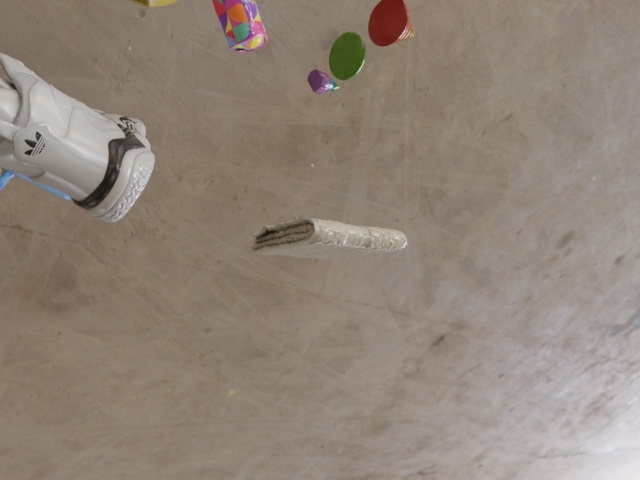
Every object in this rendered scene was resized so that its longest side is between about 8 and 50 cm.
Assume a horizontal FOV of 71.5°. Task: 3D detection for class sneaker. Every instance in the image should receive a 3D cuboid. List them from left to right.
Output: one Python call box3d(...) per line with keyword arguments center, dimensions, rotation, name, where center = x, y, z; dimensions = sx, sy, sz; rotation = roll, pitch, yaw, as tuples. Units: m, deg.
box3d(center=(-0.374, -0.162, 0.644), dimensions=(0.210, 0.366, 0.137), rotation=(34, 93, -36), name="sneaker")

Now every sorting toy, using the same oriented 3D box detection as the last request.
box3d(center=(0.126, -0.522, 1.256), dimensions=(0.126, 0.127, 0.365), rotation=(-6, 166, -47), name="sorting toy")

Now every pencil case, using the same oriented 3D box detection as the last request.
box3d(center=(-0.204, -0.558, 1.025), dimensions=(0.104, 0.104, 0.237), rotation=(-21, 96, -9), name="pencil case")

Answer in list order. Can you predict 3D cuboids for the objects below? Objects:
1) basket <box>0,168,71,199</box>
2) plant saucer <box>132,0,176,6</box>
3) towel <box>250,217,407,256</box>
box3d(center=(-0.653, -0.194, 0.878), dimensions=(0.201, 0.254, 0.289), rotation=(-54, 164, -8), name="basket")
box3d(center=(-0.485, -0.644, 0.955), dimensions=(0.332, 0.332, 0.081), rotation=(15, 80, -13), name="plant saucer")
box3d(center=(0.000, 0.000, 0.802), dimensions=(0.187, 0.282, 0.049), rotation=(5, 83, -30), name="towel")
